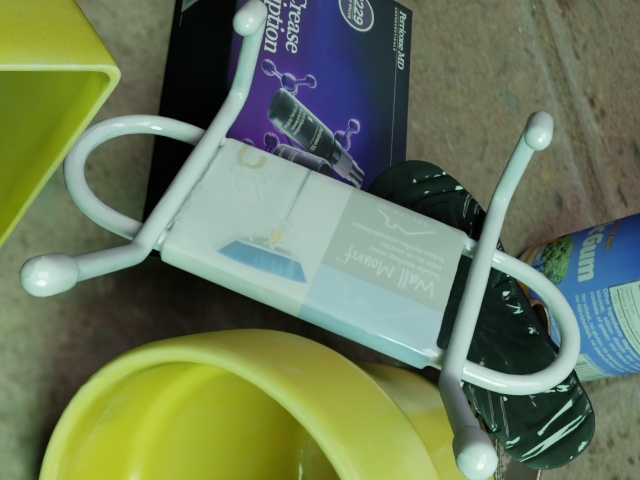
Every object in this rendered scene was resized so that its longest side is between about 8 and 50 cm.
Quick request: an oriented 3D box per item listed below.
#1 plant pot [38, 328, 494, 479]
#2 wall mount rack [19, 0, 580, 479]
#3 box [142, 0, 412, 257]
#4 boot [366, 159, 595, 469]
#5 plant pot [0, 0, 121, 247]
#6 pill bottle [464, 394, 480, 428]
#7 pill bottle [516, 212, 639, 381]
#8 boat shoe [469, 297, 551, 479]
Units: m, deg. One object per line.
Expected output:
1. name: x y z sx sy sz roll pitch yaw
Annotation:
1. plant pot: -0.009 0.177 0.637 0.239 0.254 0.254 -2 76 -58
2. wall mount rack: 0.000 0.000 0.560 0.350 0.130 0.304 22 44 2
3. box: -0.026 -0.095 0.796 0.184 0.103 0.261 22 62 -37
4. boot: 0.125 0.067 0.774 0.246 0.094 0.207 57 5 14
5. plant pot: -0.268 -0.106 0.525 0.212 0.212 0.187 -8 67 -42
6. pill bottle: 0.106 0.181 0.840 0.065 0.065 0.116 6 71 -40
7. pill bottle: 0.328 0.044 0.940 0.152 0.272 0.152 15 66 -37
8. boat shoe: 0.178 0.153 0.910 0.073 0.073 0.207 15 67 -38
